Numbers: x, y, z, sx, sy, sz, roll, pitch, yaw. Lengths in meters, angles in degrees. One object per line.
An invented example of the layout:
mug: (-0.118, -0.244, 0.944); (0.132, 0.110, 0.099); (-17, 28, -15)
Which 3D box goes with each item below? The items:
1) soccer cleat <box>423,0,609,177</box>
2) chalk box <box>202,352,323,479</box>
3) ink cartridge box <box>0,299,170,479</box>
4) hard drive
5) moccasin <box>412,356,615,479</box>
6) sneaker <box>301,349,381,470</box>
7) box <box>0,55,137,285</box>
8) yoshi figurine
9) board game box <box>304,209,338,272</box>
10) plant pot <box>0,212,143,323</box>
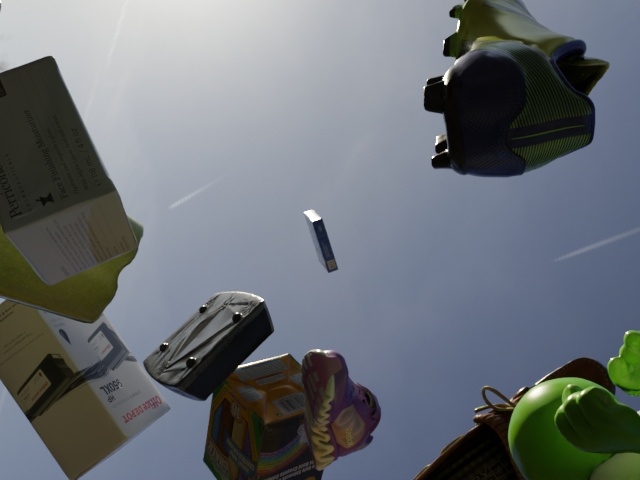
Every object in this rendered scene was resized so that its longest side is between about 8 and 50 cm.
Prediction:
soccer cleat: (0.153, -0.129, 0.560); (0.121, 0.093, 0.289); (-3, -150, 18)
chalk box: (-0.106, 0.400, 1.432); (0.179, 0.180, 0.288); (37, -56, 43)
ink cartridge box: (-0.549, 0.298, 1.648); (0.166, 0.285, 0.394); (-37, -94, 6)
hard drive: (-0.159, 0.146, 1.035); (0.172, 0.054, 0.255); (-44, -166, -18)
moccasin: (0.284, 0.308, 1.116); (0.380, 0.147, 0.139); (-34, -132, 3)
sneaker: (0.032, 0.222, 0.996); (0.236, 0.105, 0.095); (89, -11, -47)
box: (-0.305, -0.072, 0.825); (0.180, 0.119, 0.182); (61, -15, 15)
yoshi figurine: (0.262, 0.121, 0.587); (0.203, 0.204, 0.362); (-92, -163, -56)
board game box: (0.000, 0.000, 1.207); (0.020, 0.090, 0.090); (-19, -166, -5)
plant pot: (-0.425, -0.003, 1.124); (0.276, 0.254, 0.276); (-48, -156, 30)
